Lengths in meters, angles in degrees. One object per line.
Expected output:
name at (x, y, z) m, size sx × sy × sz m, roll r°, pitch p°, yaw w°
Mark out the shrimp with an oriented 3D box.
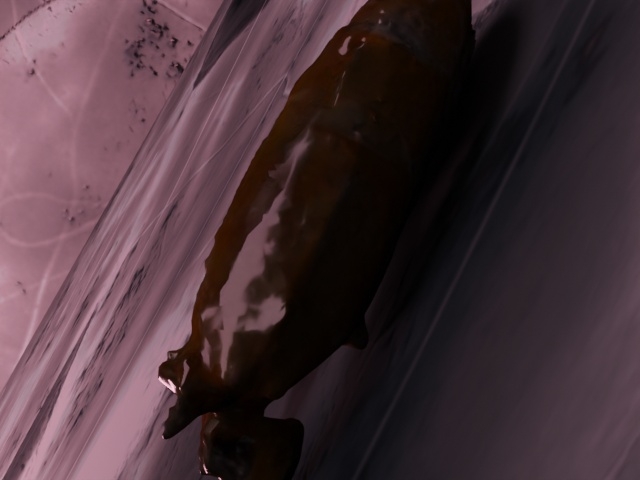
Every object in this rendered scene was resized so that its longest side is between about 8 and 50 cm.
shrimp at (0.004, 0.001, 0.566) m, size 0.187 × 0.052 × 0.132 m, roll -60°, pitch -11°, yaw -28°
